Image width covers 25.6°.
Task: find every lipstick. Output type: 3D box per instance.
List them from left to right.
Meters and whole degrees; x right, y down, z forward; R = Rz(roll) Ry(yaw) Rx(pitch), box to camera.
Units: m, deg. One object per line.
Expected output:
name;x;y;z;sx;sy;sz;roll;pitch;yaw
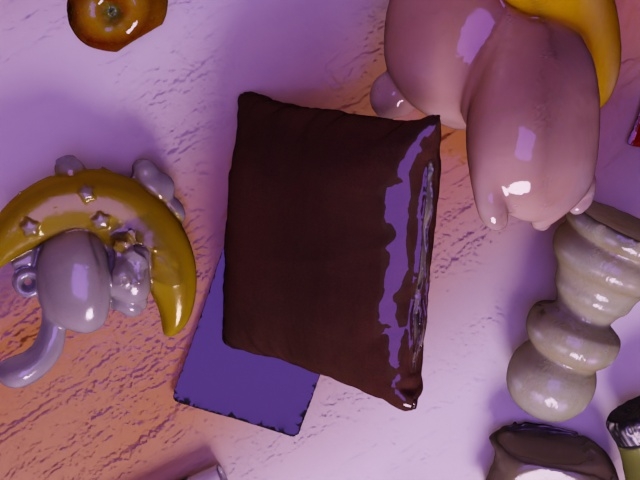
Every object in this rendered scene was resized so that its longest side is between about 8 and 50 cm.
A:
lipstick;-0.178;0.313;1.680;0.141;0.040;0.040;-24;102;3

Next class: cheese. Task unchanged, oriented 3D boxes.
cheese;0.268;0.329;1.680;0.175;0.091;0.202;13;101;-4

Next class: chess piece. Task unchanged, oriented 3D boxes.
chess piece;0.295;0.090;1.615;0.144;0.144;0.251;22;106;-7

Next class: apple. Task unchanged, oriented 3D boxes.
apple;-0.223;-0.260;1.524;0.114;0.102;0.099;-27;103;4

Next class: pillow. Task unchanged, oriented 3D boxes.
pillow;0.000;0.000;1.515;0.108;0.305;0.308;-6;105;-44

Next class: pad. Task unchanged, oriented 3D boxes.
pad;-0.059;0.090;1.656;0.159;0.009;0.265;18;99;-6

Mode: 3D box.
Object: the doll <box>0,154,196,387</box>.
doll;-0.261;0.027;1.583;0.237;0.111;0.252;-9;102;-17

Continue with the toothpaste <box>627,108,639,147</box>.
toothpaste;0.455;-0.115;1.622;0.193;0.045;0.071;18;100;0

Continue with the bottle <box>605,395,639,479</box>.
bottle;0.428;0.303;1.671;0.112;0.112;0.260;-31;102;4

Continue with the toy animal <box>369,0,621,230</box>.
toy animal;0.186;-0.185;1.517;0.247;0.277;0.345;2;92;26
